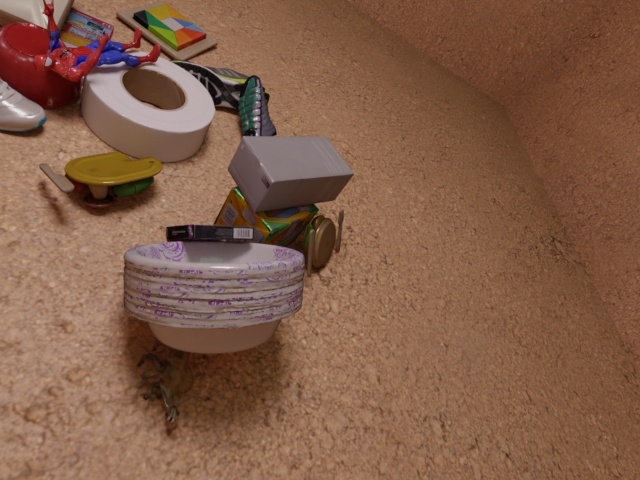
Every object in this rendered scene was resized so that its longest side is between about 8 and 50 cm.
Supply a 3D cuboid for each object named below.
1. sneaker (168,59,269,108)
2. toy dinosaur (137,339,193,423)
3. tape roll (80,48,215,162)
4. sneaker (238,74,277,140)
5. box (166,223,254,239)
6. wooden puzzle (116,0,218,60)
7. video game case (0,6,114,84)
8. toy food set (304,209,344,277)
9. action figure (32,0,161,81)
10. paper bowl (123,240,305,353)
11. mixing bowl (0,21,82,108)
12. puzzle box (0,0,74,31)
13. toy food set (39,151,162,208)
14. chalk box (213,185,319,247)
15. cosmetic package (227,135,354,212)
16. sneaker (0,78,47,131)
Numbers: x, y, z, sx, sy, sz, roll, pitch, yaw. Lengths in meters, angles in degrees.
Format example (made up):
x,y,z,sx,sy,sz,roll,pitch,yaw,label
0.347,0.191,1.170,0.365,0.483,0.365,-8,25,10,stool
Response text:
x,y,z,sx,sy,sz,roll,pitch,yaw,label
-0.302,-0.445,1.168,0.300,0.111,0.121,5,35,-36,sneaker
-0.241,0.205,0.666,0.092,0.053,0.183,41,34,-27,toy dinosaur
-0.402,-0.321,0.965,0.286,0.100,0.286,20,45,-22,tape roll
-0.169,-0.341,1.143,0.098,0.083,0.224,4,84,-49,sneaker
-0.219,-0.015,0.795,0.116,0.162,0.029,1,91,-37,box
-0.462,-0.659,1.264,0.221,0.044,0.239,36,40,-5,wooden puzzle
-0.643,-0.500,0.998,0.204,0.025,0.285,15,47,-27,video game case
0.000,0.000,0.980,0.038,0.132,0.192,14,23,21,toy food set
-0.451,-0.412,0.833,0.091,0.139,0.280,39,44,0,action figure
-0.170,0.086,0.675,0.284,0.284,0.148,-1,98,-38,paper bowl
-0.594,-0.376,0.844,0.181,0.098,0.181,16,58,-27,mixing bowl
-0.756,-0.618,0.868,0.409,0.052,0.272,18,62,-27,puzzle box
-0.418,-0.113,0.800,0.128,0.071,0.218,29,33,24,toy food set
-0.106,-0.060,0.931,0.132,0.132,0.213,49,42,11,chalk box
-0.059,-0.146,0.868,0.238,0.107,0.127,-13,63,-40,cosmetic package
-0.635,-0.286,0.759,0.228,0.092,0.087,26,41,-18,sneaker
